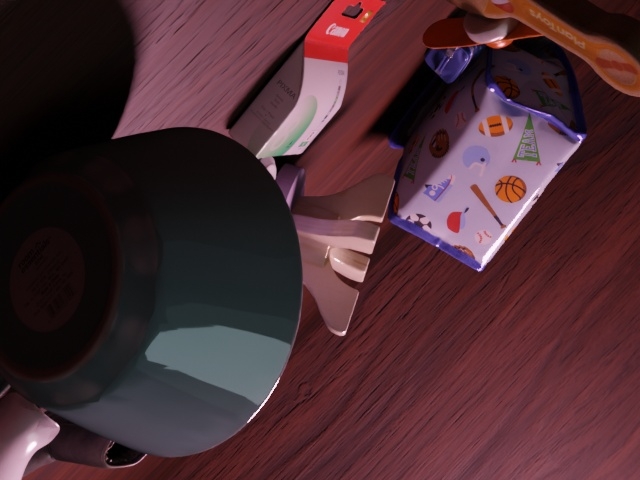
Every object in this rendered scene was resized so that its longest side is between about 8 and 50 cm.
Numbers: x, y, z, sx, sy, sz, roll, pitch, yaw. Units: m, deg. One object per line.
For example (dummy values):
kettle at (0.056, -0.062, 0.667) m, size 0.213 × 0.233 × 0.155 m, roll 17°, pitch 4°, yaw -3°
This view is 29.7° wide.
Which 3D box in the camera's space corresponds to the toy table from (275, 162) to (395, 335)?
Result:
toy table at (0.000, 0.000, 1.796) m, size 0.274 × 0.161 × 0.252 m, roll 59°, pitch 49°, yaw -86°

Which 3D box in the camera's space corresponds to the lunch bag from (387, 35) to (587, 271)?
lunch bag at (0.283, -0.199, 2.120) m, size 0.328 × 0.239 × 0.385 m, roll -53°, pitch -169°, yaw 32°

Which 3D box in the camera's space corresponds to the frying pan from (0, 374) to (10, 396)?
frying pan at (-0.381, 0.135, 1.231) m, size 0.197 × 0.053 × 0.326 m, roll -47°, pitch 169°, yaw -5°

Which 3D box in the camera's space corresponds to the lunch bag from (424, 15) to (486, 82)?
lunch bag at (0.211, -0.299, 1.920) m, size 0.065 × 0.067 × 0.098 m, roll -40°, pitch 170°, yaw -31°

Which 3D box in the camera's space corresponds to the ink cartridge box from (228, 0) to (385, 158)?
ink cartridge box at (0.000, -0.200, 1.482) m, size 0.224 × 0.056 × 0.181 m, roll -47°, pitch 171°, yaw 17°

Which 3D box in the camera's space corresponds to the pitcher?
pitcher at (-0.441, 0.301, 1.518) m, size 0.207 × 0.125 × 0.178 m, roll -53°, pitch -169°, yaw -31°

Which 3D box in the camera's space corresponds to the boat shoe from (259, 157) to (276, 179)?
boat shoe at (-0.091, -0.006, 1.567) m, size 0.083 × 0.076 × 0.226 m, roll 34°, pitch 73°, yaw -64°

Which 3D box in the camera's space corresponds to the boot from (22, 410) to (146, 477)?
boot at (-0.341, 0.287, 1.629) m, size 0.208 × 0.076 × 0.189 m, roll 9°, pitch -142°, yaw 45°

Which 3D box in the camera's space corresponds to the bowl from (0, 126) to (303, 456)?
bowl at (-0.185, 0.038, 1.068) m, size 0.311 × 0.311 × 0.163 m, roll -49°, pitch 151°, yaw 19°

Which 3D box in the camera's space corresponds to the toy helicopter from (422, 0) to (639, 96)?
toy helicopter at (0.196, -0.244, 1.219) m, size 0.140 × 0.355 × 0.235 m, roll -44°, pitch 153°, yaw -13°
